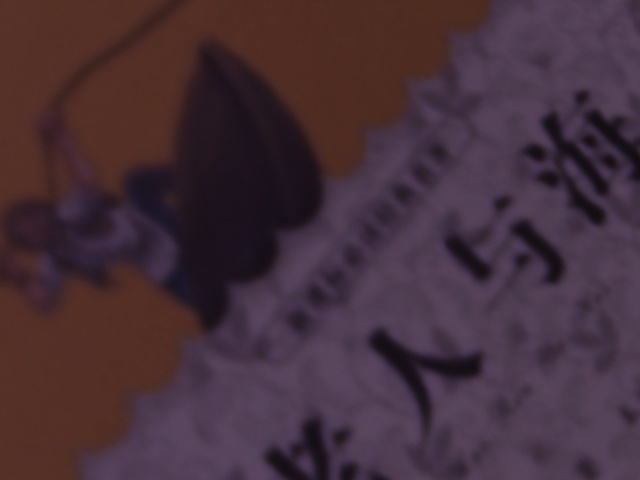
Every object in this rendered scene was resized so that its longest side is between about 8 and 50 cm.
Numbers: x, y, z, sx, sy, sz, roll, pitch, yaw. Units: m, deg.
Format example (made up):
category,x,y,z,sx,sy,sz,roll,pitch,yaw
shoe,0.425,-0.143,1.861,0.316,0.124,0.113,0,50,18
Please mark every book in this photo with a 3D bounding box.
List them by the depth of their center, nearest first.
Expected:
category,x,y,z,sx,sy,sz,roll,pitch,yaw
book,0.000,0.000,0.478,0.389,0.269,0.032,41,155,-1
